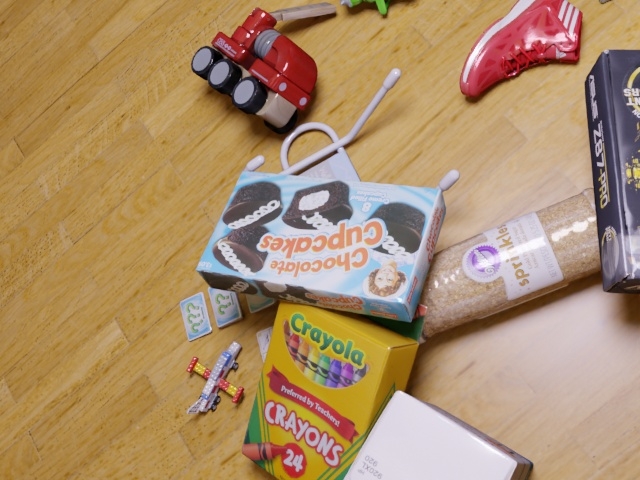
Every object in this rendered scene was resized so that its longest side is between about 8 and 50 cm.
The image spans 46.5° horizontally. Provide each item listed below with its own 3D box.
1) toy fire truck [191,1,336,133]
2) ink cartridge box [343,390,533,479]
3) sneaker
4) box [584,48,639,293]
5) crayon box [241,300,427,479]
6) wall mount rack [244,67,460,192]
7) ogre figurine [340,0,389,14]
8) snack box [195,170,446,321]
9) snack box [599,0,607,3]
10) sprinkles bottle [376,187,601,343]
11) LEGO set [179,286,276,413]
[{"bbox_3d":[-0.069,-0.335,1.312,0.217,0.158,0.246,42,100,38],"label":"toy fire truck"},{"bbox_3d":[0.156,0.317,0.970,0.171,0.232,0.168,28,85,25],"label":"ink cartridge box"},{"bbox_3d":[0.329,-0.299,1.180,0.128,0.087,0.221,39,91,28],"label":"sneaker"},{"bbox_3d":[0.558,-0.087,0.960,0.395,0.097,0.318,2,74,2],"label":"box"},{"bbox_3d":[0.013,0.207,1.067,0.202,0.081,0.319,23,104,36],"label":"crayon box"},{"bbox_3d":[0.052,-0.093,1.197,0.304,0.130,0.350,-29,66,10],"label":"wall mount rack"},{"bbox_3d":[0.108,-0.471,1.319,0.197,0.097,0.118,4,57,7],"label":"ogre figurine"},{"bbox_3d":[0.000,0.000,1.065,0.322,0.060,0.187,7,59,25],"label":"snack box"},{"bbox_3d":[0.499,-0.452,1.188,0.141,0.037,0.100,-20,69,14],"label":"snack box"},{"bbox_3d":[0.250,0.044,1.083,0.355,0.121,0.121,-23,67,12],"label":"sprinkles bottle"},{"bbox_3d":[-0.147,0.177,1.231,0.182,0.060,0.244,-24,67,17],"label":"LEGO set"}]
